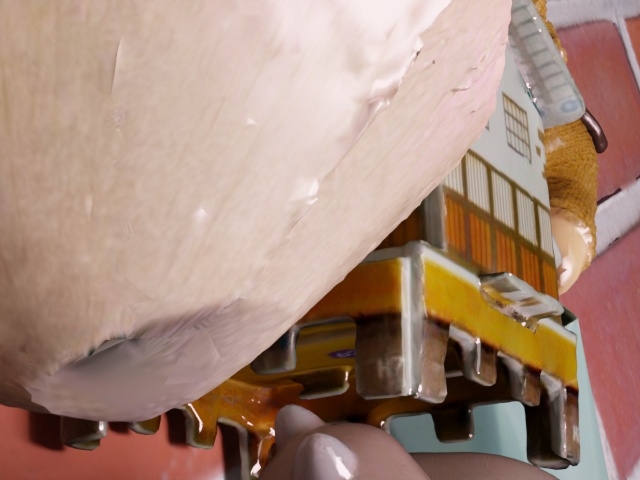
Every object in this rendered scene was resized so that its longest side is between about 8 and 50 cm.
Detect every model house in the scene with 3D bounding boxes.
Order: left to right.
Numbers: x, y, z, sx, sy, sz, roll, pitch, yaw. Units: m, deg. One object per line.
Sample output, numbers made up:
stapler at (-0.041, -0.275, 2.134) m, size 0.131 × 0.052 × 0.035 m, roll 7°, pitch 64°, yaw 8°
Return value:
model house at (0.000, 0.000, 0.717) m, size 0.198 × 0.224 × 0.215 m, roll 31°, pitch 54°, yaw -53°

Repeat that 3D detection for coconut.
coconut at (-0.090, -0.086, 0.519) m, size 0.297 × 0.297 × 0.309 m, roll 29°, pitch 42°, yaw -54°

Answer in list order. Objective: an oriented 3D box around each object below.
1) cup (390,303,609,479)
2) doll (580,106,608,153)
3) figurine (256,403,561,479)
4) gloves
cup at (0.125, 0.162, 0.942) m, size 0.134 × 0.148 × 0.235 m, roll -45°, pitch 119°, yaw -57°
doll at (0.152, -0.133, 1.214) m, size 0.139 × 0.057 × 0.165 m, roll 42°, pitch -3°, yaw 43°
figurine at (0.052, 0.214, 0.647) m, size 0.380 × 0.203 × 0.248 m, roll 71°, pitch 7°, yaw -71°
gloves at (0.103, -0.065, 1.006) m, size 0.356 × 0.155 × 0.203 m, roll -53°, pitch 119°, yaw -82°
